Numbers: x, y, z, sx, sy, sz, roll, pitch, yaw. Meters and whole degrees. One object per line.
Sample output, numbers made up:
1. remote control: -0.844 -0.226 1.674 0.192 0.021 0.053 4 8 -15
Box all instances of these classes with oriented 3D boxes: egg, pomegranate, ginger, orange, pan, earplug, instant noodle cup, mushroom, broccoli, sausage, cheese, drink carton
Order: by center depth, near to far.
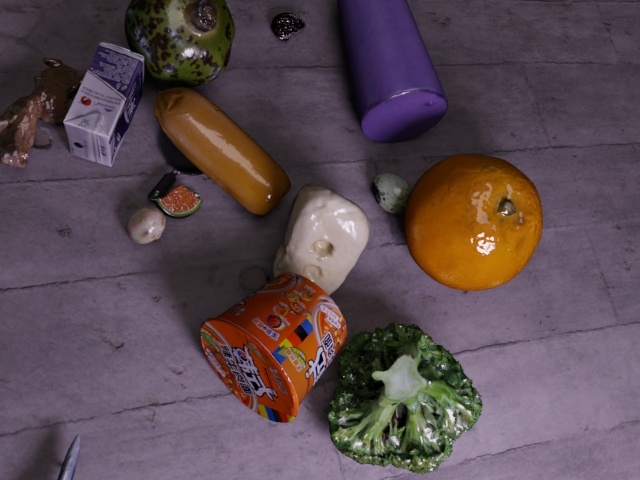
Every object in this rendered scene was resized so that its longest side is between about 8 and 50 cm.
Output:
1. instant noodle cup: -0.081 0.196 1.285 0.250 0.250 0.192 46 54 5
2. broccoli: 0.152 0.304 1.293 0.307 0.275 0.308 -3 71 10
3. mushroom: -0.362 -0.030 1.378 0.083 0.067 0.084 -11 53 14
4. cheese: 0.002 0.001 1.382 0.173 0.248 0.252 24 70 -5
5. ginger: -0.602 -0.267 1.405 0.122 0.084 0.290 38 57 -24
6. drink carton: -0.460 -0.289 1.415 0.101 0.134 0.223 19 65 -9
7. sausage: -0.220 -0.204 1.438 0.354 0.116 0.134 42 72 -9
8. orange: 0.338 -0.041 1.464 0.311 0.312 0.312 6 67 -14
9. pan: -0.311 -0.169 1.468 0.136 0.028 0.235 33 60 -1
10. pomegranate: -0.305 -0.469 1.470 0.254 0.270 0.255 -4 96 -36
11. egg: 0.168 -0.114 1.558 0.110 0.085 0.085 44 63 7
12. earplug: 0.154 -0.488 1.648 0.215 0.215 0.456 -5 67 -18

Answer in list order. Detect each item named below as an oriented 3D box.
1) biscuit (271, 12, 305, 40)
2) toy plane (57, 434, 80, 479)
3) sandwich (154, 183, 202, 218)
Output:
1. biscuit: -0.083 -0.548 1.692 0.089 0.027 0.087 10 65 -13
2. toy plane: -0.460 0.475 1.138 0.212 0.088 0.268 15 57 -12
3. sandwich: -0.303 -0.082 1.424 0.101 0.026 0.069 -37 115 -29
